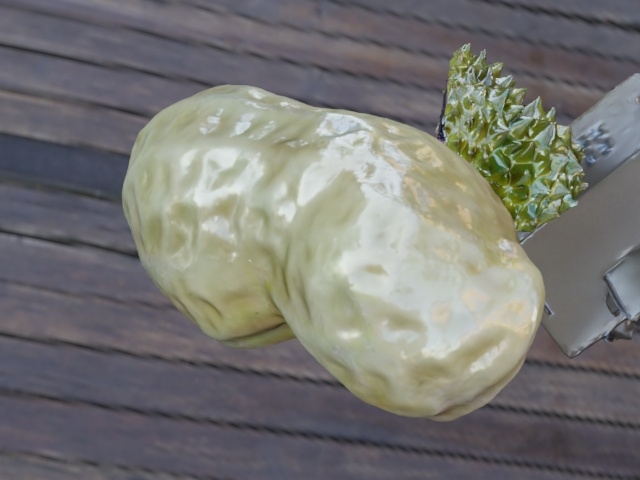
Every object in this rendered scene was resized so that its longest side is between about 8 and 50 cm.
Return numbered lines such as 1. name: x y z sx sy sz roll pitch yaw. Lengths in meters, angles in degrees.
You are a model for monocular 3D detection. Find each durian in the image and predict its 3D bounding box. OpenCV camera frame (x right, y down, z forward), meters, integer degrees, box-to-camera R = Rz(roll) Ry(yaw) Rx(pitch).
1. durian: 0.138 -0.074 1.095 0.108 0.119 0.187 5 35 1

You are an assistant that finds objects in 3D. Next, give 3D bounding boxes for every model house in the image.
1. model house: 0.268 0.035 1.202 0.176 0.181 0.248 26 35 -45

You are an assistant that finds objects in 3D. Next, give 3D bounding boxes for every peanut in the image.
1. peanut: 0.000 0.000 0.826 0.147 0.147 0.305 -27 29 -36
